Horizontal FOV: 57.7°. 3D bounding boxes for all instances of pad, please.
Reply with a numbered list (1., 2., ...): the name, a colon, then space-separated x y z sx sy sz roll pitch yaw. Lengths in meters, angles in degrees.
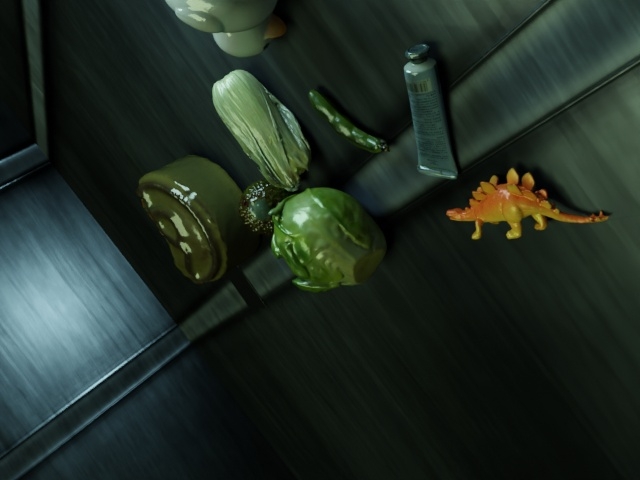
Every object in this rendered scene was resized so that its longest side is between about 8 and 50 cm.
1. pad: -0.307 0.161 2.227 0.245 0.006 0.170 56 152 -7

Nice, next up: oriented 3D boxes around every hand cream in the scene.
1. hand cream: 0.189 -0.218 1.028 0.088 0.055 0.255 15 138 37

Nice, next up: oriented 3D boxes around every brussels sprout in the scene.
1. brussels sprout: 0.001 0.000 1.377 0.295 0.227 0.259 27 158 26

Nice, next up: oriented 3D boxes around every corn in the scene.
1. corn: -0.134 -0.261 1.372 0.305 0.123 0.122 51 150 0

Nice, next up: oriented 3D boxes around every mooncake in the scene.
1. mooncake: -0.396 -0.068 1.861 0.394 0.246 0.393 44 145 8

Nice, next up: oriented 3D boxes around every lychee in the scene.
1. lychee: -0.144 -0.091 1.559 0.171 0.171 0.171 36 148 27

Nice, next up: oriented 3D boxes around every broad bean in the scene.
1. broad bean: 0.058 -0.240 1.207 0.227 0.039 0.069 38 155 22

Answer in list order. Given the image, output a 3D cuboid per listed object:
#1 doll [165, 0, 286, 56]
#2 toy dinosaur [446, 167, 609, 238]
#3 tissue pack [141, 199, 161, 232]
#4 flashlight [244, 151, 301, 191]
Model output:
1. doll: -0.186 -0.469 1.153 0.251 0.221 0.221 16 148 -3
2. toy dinosaur: 0.329 -0.065 0.988 0.288 0.070 0.117 -1 122 50
3. tissue pack: -0.579 -0.099 2.239 0.226 0.092 0.183 5 126 51
4. flashlight: -0.125 -0.199 1.488 0.200 0.093 0.047 44 114 26
